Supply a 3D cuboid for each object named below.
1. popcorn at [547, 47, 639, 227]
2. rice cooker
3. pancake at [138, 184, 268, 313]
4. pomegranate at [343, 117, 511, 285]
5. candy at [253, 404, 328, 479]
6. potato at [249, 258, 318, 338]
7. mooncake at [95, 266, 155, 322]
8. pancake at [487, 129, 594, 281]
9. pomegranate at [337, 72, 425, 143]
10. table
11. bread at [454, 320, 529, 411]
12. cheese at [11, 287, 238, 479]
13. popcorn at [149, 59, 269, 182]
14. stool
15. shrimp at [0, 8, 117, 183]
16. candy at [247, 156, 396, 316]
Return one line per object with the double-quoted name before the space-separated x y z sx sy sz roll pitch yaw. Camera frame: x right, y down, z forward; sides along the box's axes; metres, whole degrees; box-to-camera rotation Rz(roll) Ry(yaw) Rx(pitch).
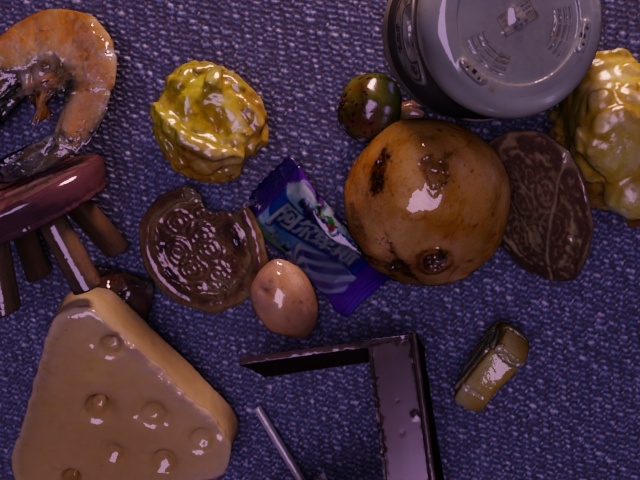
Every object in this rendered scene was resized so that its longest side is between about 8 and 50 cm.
"popcorn" 0.448 -0.149 1.491 0.192 0.233 0.265 -9 70 -6
"rice cooker" 0.240 -0.315 1.467 0.289 0.277 0.288 -2 99 -11
"pancake" -0.198 0.017 1.674 0.235 0.029 0.211 13 106 12
"pomegranate" 0.162 -0.058 1.519 0.261 0.260 0.260 1 97 6
"candy" -0.015 0.440 1.688 0.124 0.124 0.365 -34 81 9
"potato" -0.057 0.100 1.626 0.112 0.112 0.147 -24 130 9
"mooncake" -0.350 0.111 1.691 0.130 0.073 0.125 9 97 2
"pancake" 0.321 -0.054 1.533 0.031 0.250 0.250 -26 94 -28
"pomegranate" 0.097 -0.206 1.589 0.142 0.114 0.114 6 99 -20
"table" 0.037 0.295 1.574 0.282 0.196 0.250 -8 76 9
"bread" 0.269 0.203 1.607 0.064 0.117 0.156 35 100 0
"cheese" -0.308 0.288 1.664 0.384 0.104 0.383 1 113 3
"popcorn" -0.179 -0.183 1.600 0.198 0.155 0.197 0 79 -2
"stool" -0.446 -0.013 1.604 0.272 0.272 0.178 -18 108 8
"shrimp" -0.512 -0.192 1.628 0.445 0.085 0.272 -35 67 5
"candy" 0.000 0.000 1.641 0.275 0.070 0.145 43 109 -2
